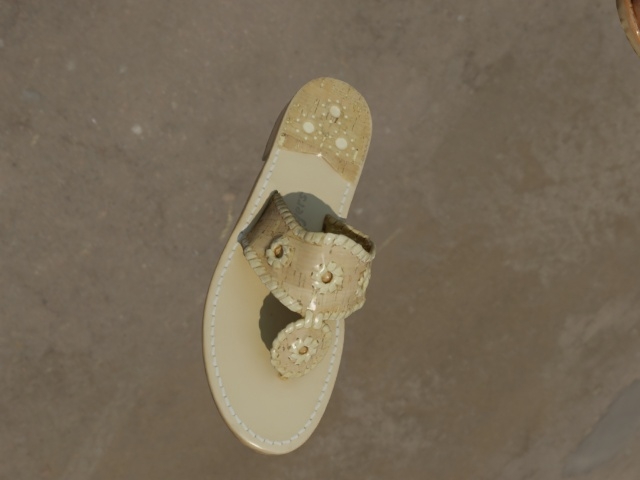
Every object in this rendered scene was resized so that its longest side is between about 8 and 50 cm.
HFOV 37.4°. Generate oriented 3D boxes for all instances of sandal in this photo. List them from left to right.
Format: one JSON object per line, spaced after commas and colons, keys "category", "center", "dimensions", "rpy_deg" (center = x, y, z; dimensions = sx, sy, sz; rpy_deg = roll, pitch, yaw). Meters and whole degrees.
{"category": "sandal", "center": [-0.006, -0.002, 0.546], "dimensions": [0.088, 0.239, 0.079], "rpy_deg": [19, 156, -16]}

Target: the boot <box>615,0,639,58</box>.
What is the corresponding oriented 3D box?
{"category": "boot", "center": [0.402, -0.188, 0.751], "dimensions": [0.284, 0.109, 0.220], "rpy_deg": [16, 158, -24]}
